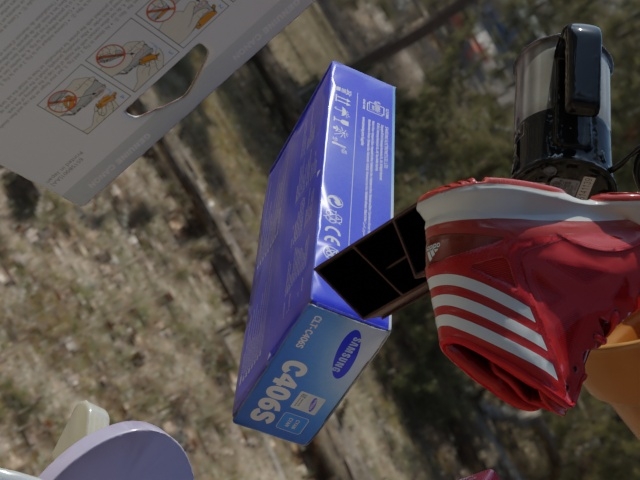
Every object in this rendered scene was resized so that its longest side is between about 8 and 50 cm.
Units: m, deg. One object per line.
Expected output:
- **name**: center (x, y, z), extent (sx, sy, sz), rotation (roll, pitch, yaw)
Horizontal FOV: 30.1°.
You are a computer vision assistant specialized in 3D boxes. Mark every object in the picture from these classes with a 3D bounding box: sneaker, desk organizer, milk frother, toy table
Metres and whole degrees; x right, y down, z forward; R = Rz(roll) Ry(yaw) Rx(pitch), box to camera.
- **sneaker**: center (0.157, 0.039, 0.687), extent (0.221, 0.087, 0.128), rotation (4, 78, -17)
- **desk organizer**: center (0.058, 0.011, 0.777), extent (0.050, 0.130, 0.047), rotation (-8, 71, -43)
- **milk frother**: center (0.230, -0.092, 0.949), extent (0.143, 0.129, 0.135), rotation (17, 55, -13)
- **toy table**: center (-0.245, 0.286, 1.133), extent (0.252, 0.274, 0.161), rotation (45, -15, -30)

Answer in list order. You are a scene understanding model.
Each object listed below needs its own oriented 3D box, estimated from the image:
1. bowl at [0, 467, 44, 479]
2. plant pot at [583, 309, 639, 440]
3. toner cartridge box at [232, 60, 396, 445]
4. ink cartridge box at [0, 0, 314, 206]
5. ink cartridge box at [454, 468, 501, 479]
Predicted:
- **bowl**: center (-0.187, 0.207, 0.614), extent (0.298, 0.297, 0.134), rotation (42, 37, -37)
- **plant pot**: center (0.382, 0.112, 1.060), extent (0.203, 0.290, 0.291), rotation (64, 23, -7)
- **toner cartridge box**: center (0.000, 0.000, 1.095), extent (0.075, 0.165, 0.348), rotation (20, 40, -13)
- **ink cartridge box**: center (-0.168, -0.165, 0.842), extent (0.239, 0.275, 0.060), rotation (30, 27, -51)
- **ink cartridge box**: center (0.042, 0.262, 0.817), extent (0.092, 0.158, 0.218), rotation (61, 32, -5)
